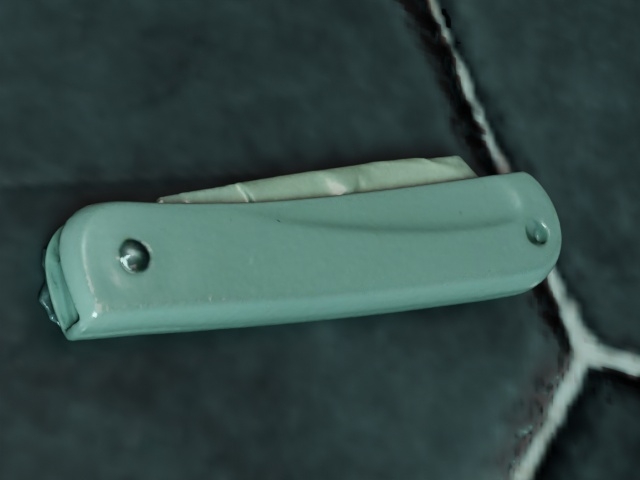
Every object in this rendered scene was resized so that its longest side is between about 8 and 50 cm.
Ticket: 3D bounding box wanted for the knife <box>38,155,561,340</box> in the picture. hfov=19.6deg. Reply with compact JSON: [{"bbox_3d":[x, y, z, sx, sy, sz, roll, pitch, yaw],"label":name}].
[{"bbox_3d":[0.000,0.000,0.501,0.162,0.023,0.044,-5,75,-35],"label":"knife"}]
